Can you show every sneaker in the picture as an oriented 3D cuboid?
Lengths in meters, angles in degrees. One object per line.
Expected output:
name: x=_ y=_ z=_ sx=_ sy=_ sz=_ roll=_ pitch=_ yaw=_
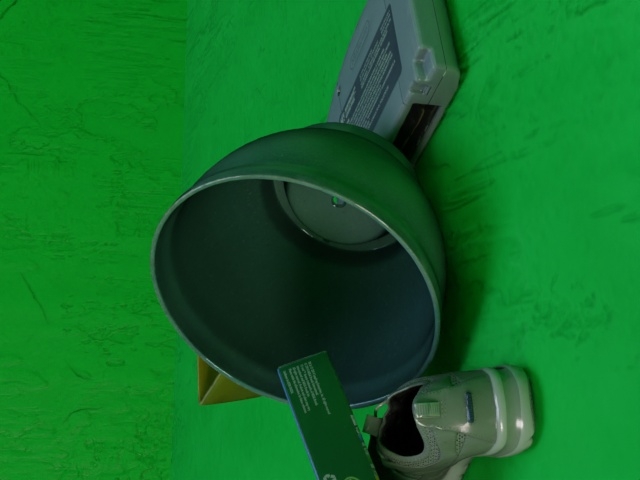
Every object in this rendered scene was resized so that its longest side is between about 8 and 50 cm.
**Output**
sneaker: x=0.087 y=0.166 z=1.023 sx=0.281 sy=0.115 sz=0.105 roll=126 pitch=144 yaw=-62

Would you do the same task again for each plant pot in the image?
plant pot: x=0.000 y=0.000 z=1.140 sx=0.196 sy=0.293 sz=0.293 roll=-64 pitch=-5 yaw=-47
plant pot: x=-0.040 y=0.074 z=1.357 sx=0.212 sy=0.187 sz=0.212 roll=126 pitch=145 yaw=-61

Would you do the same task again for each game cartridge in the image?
game cartridge: x=0.074 y=-0.169 z=1.255 sx=0.297 sy=0.062 sz=0.198 roll=116 pitch=157 yaw=-54

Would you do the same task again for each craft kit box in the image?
craft kit box: x=0.041 y=0.268 z=1.037 sx=0.246 sy=0.061 sz=0.250 roll=79 pitch=171 yaw=-52
